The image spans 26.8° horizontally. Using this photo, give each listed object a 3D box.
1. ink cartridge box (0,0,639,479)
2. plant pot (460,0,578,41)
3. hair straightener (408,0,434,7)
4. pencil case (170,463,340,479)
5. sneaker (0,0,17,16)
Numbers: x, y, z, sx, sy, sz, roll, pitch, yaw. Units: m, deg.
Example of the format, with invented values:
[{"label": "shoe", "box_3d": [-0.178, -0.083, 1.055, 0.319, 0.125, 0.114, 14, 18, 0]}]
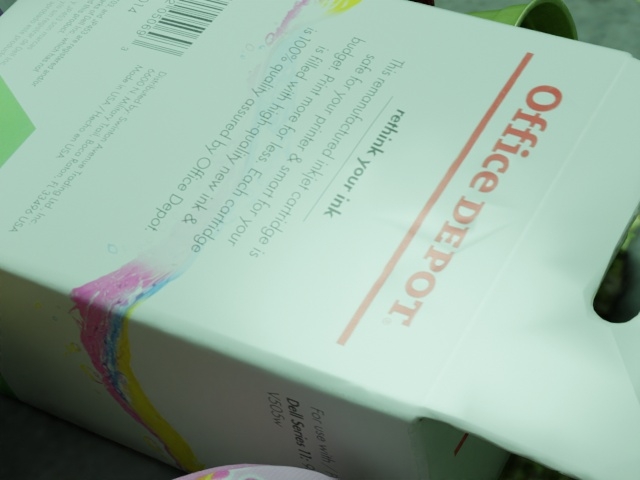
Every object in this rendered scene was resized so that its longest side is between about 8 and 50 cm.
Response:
[{"label": "ink cartridge box", "box_3d": [0.000, 0.000, 0.570, 0.353, 0.119, 0.207, 19, 54, 25]}, {"label": "plant pot", "box_3d": [0.076, -0.082, 0.670, 0.079, 0.083, 0.083, 11, 49, 35]}, {"label": "hair straightener", "box_3d": [-0.058, -0.122, 0.739, 0.230, 0.047, 0.089, 15, 52, 21]}, {"label": "pencil case", "box_3d": [0.003, 0.204, 0.386, 0.124, 0.124, 0.284, -19, 50, -8]}, {"label": "sneaker", "box_3d": [-0.265, -0.087, 0.648, 0.152, 0.305, 0.114, -6, 80, 52]}]
